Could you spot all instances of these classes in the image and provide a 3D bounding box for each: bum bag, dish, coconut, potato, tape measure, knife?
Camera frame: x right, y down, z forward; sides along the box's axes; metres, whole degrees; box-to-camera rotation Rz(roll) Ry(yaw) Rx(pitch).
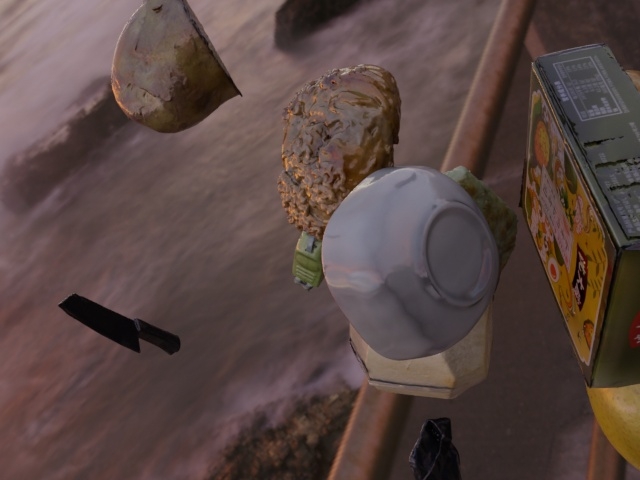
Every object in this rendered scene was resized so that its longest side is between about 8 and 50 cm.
[{"bbox_3d":[0.232,0.480,1.465,0.074,0.310,0.137,-12,7,42],"label":"bum bag"},{"bbox_3d":[0.135,0.023,1.005,0.117,0.256,0.256,-10,38,53],"label":"dish"},{"bbox_3d":[0.203,0.169,1.624,0.323,0.323,0.323,-29,29,18],"label":"coconut"},{"bbox_3d":[-0.344,-0.378,1.711,0.237,0.301,0.289,-30,52,3],"label":"potato"},{"bbox_3d":[0.000,0.000,1.833,0.106,0.200,0.175,27,65,12],"label":"tape measure"},{"bbox_3d":[-0.267,0.120,1.066,0.028,0.230,0.060,-33,53,15],"label":"knife"}]

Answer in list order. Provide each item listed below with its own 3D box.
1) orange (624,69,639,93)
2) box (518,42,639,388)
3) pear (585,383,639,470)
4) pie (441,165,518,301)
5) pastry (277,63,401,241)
[{"bbox_3d":[0.690,-0.254,1.908,0.329,0.249,0.329,-7,68,17],"label":"orange"},{"bbox_3d":[0.443,-0.037,1.255,0.138,0.373,0.420,-9,50,2],"label":"box"},{"bbox_3d":[0.739,0.312,1.614,0.362,0.362,0.418,-38,66,0],"label":"pear"},{"bbox_3d":[0.345,0.044,1.977,0.180,0.395,0.418,27,95,48],"label":"pie"},{"bbox_3d":[0.021,-0.148,1.297,0.255,0.161,0.311,-18,62,63],"label":"pastry"}]
